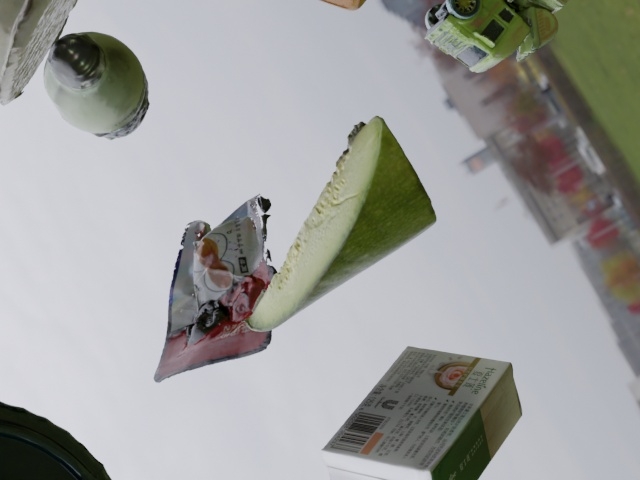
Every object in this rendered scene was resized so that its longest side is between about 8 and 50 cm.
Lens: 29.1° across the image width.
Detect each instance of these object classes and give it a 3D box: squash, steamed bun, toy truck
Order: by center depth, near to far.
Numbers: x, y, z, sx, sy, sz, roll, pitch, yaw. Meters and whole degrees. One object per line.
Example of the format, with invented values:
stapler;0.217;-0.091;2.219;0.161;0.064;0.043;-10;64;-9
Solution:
toy truck;0.204;-0.259;1.285;0.116;0.191;0.085;39;166;-6
squash;0.000;0.000;1.363;0.169;0.252;0.093;60;177;-39
steamed bun;-0.450;-0.376;1.670;0.241;0.374;0.374;25;-159;-10

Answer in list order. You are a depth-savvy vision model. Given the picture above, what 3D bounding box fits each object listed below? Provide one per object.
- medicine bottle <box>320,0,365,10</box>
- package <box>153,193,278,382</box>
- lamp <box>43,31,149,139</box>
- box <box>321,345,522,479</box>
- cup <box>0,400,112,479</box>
medicine bottle;0.008;-0.356;1.263;0.149;0.112;0.222;23;153;4
package;-0.137;0.061;1.686;0.071;0.194;0.269;31;-136;-40
lamp;-0.224;-0.155;1.250;0.101;0.101;0.250;60;178;6
box;0.111;0.204;1.313;0.199;0.135;0.081;-45;-50;-42
cup;-0.297;0.246;0.754;0.308;0.292;0.242;-1;-111;-49
